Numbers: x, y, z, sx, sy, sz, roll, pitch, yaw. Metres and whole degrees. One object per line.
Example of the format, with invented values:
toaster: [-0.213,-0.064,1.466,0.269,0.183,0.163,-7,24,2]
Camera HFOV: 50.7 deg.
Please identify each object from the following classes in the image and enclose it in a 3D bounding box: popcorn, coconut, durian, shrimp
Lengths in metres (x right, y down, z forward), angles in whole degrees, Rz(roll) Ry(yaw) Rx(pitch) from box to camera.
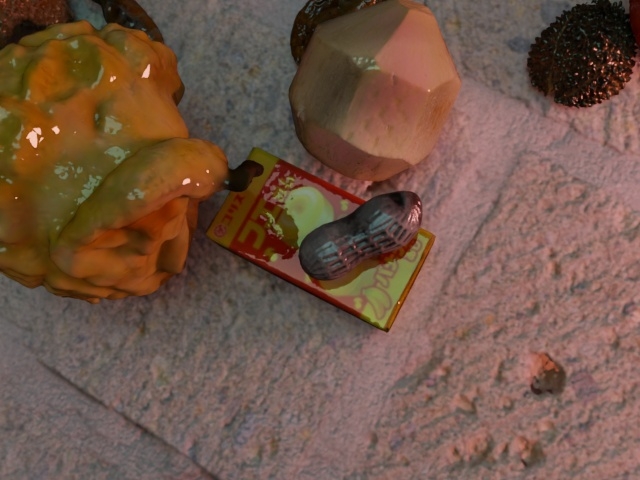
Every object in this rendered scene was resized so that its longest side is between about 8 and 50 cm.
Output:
popcorn: [-0.241,-0.087,0.803,0.381,0.349,0.349,7,78,19]
coconut: [0.067,-0.209,0.892,0.197,0.237,0.237,10,76,-25]
durian: [0.376,-0.278,0.939,0.148,0.091,0.189,22,78,9]
shrimp: [-0.317,-0.310,1.027,0.132,0.052,0.188,-32,79,-3]

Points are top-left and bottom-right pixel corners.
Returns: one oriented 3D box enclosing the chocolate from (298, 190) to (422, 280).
chocolate: [0.050,-0.006,0.827,0.166,0.072,0.072,-28,76,-1]

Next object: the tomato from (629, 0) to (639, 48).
tomato: [0.490,-0.308,0.903,0.139,0.091,0.159,44,63,-16]

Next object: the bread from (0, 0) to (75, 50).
bread: [-0.535,-0.329,0.973,0.313,0.192,0.171,-26,55,-7]

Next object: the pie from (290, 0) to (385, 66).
pie: [0.022,-0.343,1.015,0.191,0.033,0.088,-37,69,2]

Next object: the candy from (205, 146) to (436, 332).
candy: [0.000,0.000,0.911,0.276,0.088,0.146,26,82,10]
